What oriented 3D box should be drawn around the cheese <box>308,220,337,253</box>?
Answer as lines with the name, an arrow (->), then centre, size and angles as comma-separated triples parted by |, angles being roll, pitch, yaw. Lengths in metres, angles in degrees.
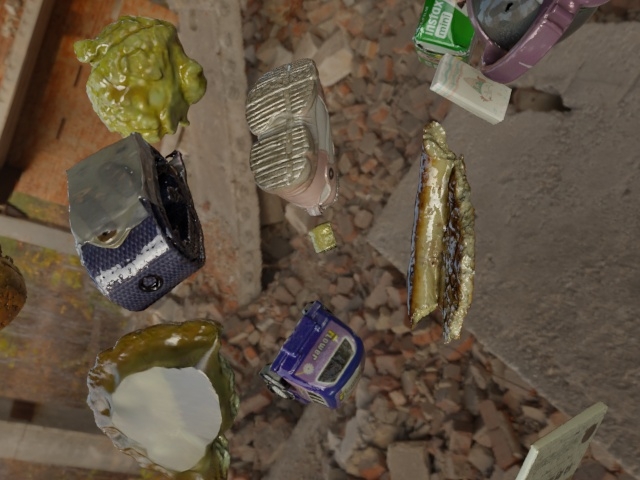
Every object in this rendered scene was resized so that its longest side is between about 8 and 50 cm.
cheese -> -0.001, 0.001, 1.222 | 0.060, 0.042, 0.084 | 70, 158, 7

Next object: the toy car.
toy car -> -0.001, 0.243, 1.130 | 0.172, 0.158, 0.235 | -53, -19, -22

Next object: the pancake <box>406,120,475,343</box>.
pancake -> 0.150, 0.006, 0.762 | 0.212, 0.056, 0.257 | 95, 178, -56

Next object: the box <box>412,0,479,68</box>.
box -> 0.240, -0.421, 0.990 | 0.180, 0.103, 0.249 | -20, -50, -76

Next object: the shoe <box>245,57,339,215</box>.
shoe -> -0.054, -0.221, 1.281 | 0.172, 0.198, 0.350 | -8, 61, 23

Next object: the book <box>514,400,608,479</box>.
book -> 0.370, 0.426, 0.989 | 0.021, 0.217, 0.310 | 36, 125, 42

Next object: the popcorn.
popcorn -> -0.355, -0.320, 1.151 | 0.195, 0.255, 0.255 | -5, 81, 41

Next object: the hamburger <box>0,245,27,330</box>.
hamburger -> -0.727, 0.111, 1.197 | 0.163, 0.244, 0.244 | 36, 111, 20

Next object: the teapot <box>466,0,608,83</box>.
teapot -> 0.200, -0.232, 0.542 | 0.148, 0.116, 0.146 | -35, 10, -6

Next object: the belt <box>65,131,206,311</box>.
belt -> -0.208, -0.031, 0.695 | 0.126, 0.139, 0.230 | -33, 42, 6

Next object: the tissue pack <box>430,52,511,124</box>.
tissue pack -> 0.205, -0.206, 0.794 | 0.056, 0.108, 0.023 | -70, 13, -18

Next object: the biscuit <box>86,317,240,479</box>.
biscuit -> -0.250, 0.303, 1.036 | 0.329, 0.335, 0.078 | -30, 12, 19
